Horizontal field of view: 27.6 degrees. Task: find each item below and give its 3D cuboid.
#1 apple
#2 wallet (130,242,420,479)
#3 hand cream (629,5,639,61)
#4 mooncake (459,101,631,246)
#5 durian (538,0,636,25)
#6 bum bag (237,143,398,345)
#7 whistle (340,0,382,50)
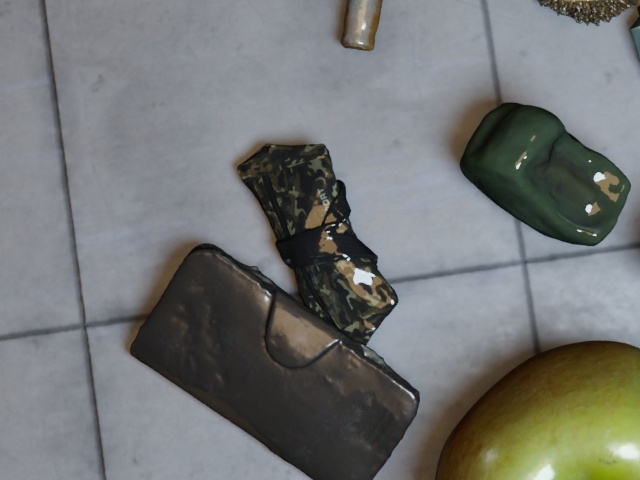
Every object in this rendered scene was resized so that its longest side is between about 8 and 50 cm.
[{"bbox_3d":[0.272,0.272,1.262,0.338,0.305,0.339,0,89,6],"label":"apple"},{"bbox_3d":[-0.050,0.144,1.415,0.309,0.042,0.165,35,110,7],"label":"wallet"},{"bbox_3d":[0.397,-0.142,1.398,0.075,0.052,0.248,-23,90,15],"label":"hand cream"},{"bbox_3d":[0.235,-0.070,1.357,0.168,0.175,0.104,37,90,32],"label":"mooncake"},{"bbox_3d":[0.290,-0.270,1.419,0.130,0.052,0.066,-3,84,6],"label":"durian"},{"bbox_3d":[0.001,0.000,1.420,0.102,0.069,0.248,-31,85,39],"label":"bum bag"},{"bbox_3d":[0.058,-0.320,1.441,0.107,0.057,0.220,11,90,5],"label":"whistle"}]
